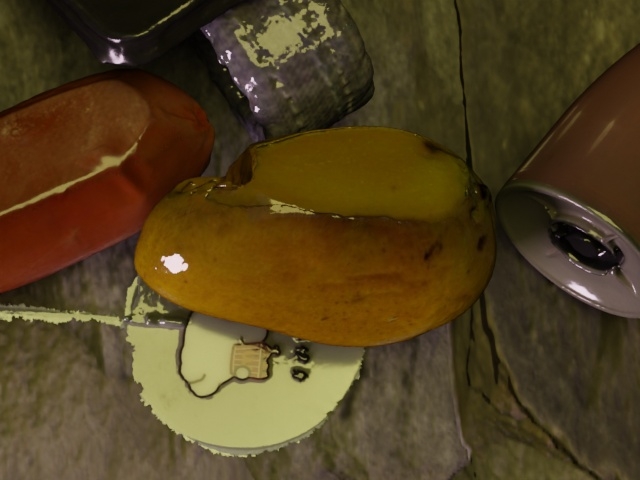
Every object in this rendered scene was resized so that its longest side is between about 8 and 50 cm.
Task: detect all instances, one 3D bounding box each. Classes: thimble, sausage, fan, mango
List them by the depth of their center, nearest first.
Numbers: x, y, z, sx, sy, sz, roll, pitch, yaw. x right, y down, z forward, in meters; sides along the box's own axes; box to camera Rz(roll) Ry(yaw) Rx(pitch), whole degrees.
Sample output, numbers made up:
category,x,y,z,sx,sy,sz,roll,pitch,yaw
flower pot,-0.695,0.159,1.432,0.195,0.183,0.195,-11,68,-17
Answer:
category,x,y,z,sx,sy,sz,roll,pitch,yaw
mango,0.000,0.000,1.234,0.262,0.167,0.130,5,39,-13
sausage,-0.202,-0.039,1.251,0.258,0.133,0.133,-26,82,-9
thimble,-0.033,-0.144,1.272,0.098,0.150,0.150,-32,83,-8
fan,-0.126,0.062,1.295,0.329,0.009,0.190,6,79,-3

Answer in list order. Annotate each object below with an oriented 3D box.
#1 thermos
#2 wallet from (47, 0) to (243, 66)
category,x,y,z,sx,sy,sz,roll,pitch,yaw
thermos,0.275,-0.079,1.283,0.176,0.146,0.265,35,71,17
wallet,-0.174,-0.279,1.267,0.197,0.051,0.377,-39,60,-12
